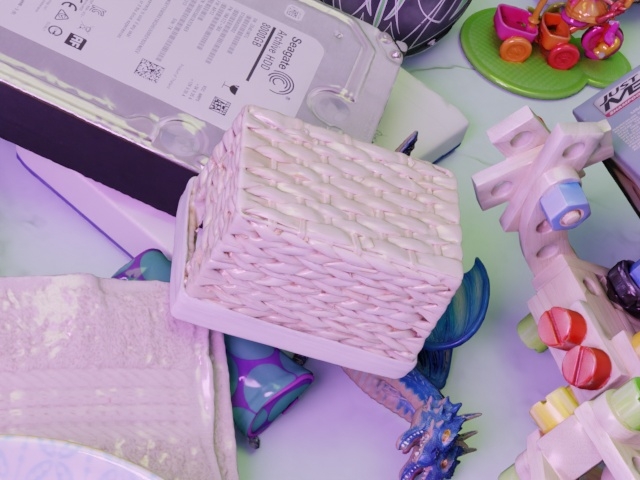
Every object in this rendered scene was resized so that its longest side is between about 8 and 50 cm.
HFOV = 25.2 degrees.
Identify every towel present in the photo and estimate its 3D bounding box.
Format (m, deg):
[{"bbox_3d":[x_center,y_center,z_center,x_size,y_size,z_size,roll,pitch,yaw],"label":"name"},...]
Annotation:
[{"bbox_3d":[-0.179,0.115,0.852,0.282,0.049,0.187,-1,72,-29],"label":"towel"}]

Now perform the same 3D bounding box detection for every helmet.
[{"bbox_3d":[0.070,-0.254,1.291,0.169,0.169,0.161,20,28,0],"label":"helmet"}]

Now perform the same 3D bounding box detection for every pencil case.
[{"bbox_3d":[-0.081,0.071,0.984,0.152,0.070,0.064,38,83,15],"label":"pencil case"}]

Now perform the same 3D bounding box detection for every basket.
[{"bbox_3d":[0.000,0.000,0.913,0.167,0.103,0.113,16,46,-17],"label":"basket"}]

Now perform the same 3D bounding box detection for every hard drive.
[{"bbox_3d":[-0.118,-0.136,1.089,0.339,0.064,0.237,26,47,-3],"label":"hard drive"},{"bbox_3d":[-0.053,-0.082,1.156,0.210,0.040,0.319,39,48,18],"label":"hard drive"}]

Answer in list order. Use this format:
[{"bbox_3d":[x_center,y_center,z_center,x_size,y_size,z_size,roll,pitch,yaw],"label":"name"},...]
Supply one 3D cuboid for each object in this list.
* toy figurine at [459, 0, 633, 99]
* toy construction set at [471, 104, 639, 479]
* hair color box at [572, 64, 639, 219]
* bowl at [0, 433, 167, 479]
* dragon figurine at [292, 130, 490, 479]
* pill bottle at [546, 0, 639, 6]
[{"bbox_3d":[0.233,-0.225,1.307,0.173,0.159,0.130,8,46,-12],"label":"toy figurine"},{"bbox_3d":[0.184,0.075,0.980,0.215,0.151,0.327,15,56,-42],"label":"toy construction set"},{"bbox_3d":[0.316,0.003,0.989,0.185,0.114,0.374,53,7,-22],"label":"hair color box"},{"bbox_3d":[-0.165,0.258,0.711,0.290,0.156,0.289,10,45,-10],"label":"bowl"},{"bbox_3d":[0.069,0.053,1.036,0.144,0.085,0.289,21,45,2],"label":"dragon figurine"},{"bbox_3d":[0.318,-0.298,1.431,0.216,0.121,0.121,-8,51,-24],"label":"pill bottle"}]
